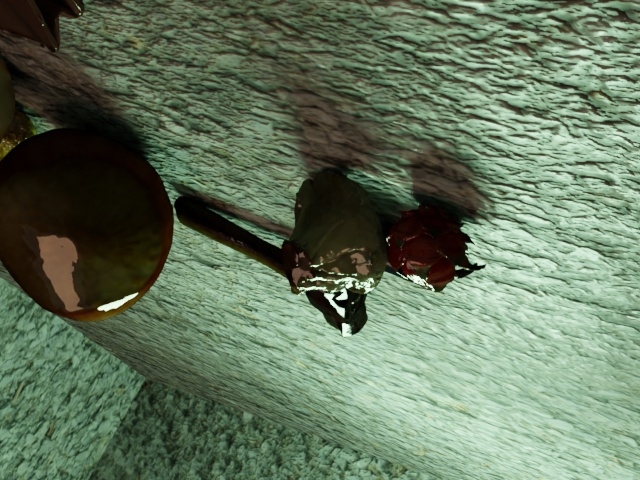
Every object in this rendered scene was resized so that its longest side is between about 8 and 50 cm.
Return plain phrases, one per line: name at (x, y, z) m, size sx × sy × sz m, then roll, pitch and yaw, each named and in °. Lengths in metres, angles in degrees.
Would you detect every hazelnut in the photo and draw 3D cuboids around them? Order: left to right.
hazelnut at (-0.425, -0.033, 2.056) m, size 0.366 × 0.365 × 0.366 m, roll 25°, pitch 162°, yaw 9°

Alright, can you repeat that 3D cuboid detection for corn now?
corn at (-0.608, -0.180, 2.281) m, size 0.101 × 0.101 × 0.310 m, roll 30°, pitch 158°, yaw -5°

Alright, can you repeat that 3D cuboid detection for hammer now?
hammer at (-0.101, 0.031, 2.130) m, size 0.409 × 0.095 × 0.242 m, roll 25°, pitch 162°, yaw 16°

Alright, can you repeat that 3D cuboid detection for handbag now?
handbag at (-0.477, -0.390, 1.544) m, size 0.260 × 0.084 × 0.275 m, roll 23°, pitch 161°, yaw 23°

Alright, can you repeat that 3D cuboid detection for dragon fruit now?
dragon fruit at (0.157, 0.010, 1.653) m, size 0.142 × 0.121 × 0.130 m, roll 58°, pitch -175°, yaw -27°

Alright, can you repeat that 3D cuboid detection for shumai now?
shumai at (0.000, 0.000, 1.708) m, size 0.201 × 0.120 × 0.201 m, roll 28°, pitch 128°, yaw 43°

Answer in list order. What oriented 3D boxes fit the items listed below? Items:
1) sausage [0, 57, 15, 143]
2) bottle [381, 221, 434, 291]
sausage at (-0.696, -0.240, 2.032) m, size 0.233 × 0.233 × 0.287 m, roll 37°, pitch 159°, yaw -27°
bottle at (0.088, 0.005, 1.797) m, size 0.244 × 0.072 × 0.082 m, roll 22°, pitch 169°, yaw 20°
